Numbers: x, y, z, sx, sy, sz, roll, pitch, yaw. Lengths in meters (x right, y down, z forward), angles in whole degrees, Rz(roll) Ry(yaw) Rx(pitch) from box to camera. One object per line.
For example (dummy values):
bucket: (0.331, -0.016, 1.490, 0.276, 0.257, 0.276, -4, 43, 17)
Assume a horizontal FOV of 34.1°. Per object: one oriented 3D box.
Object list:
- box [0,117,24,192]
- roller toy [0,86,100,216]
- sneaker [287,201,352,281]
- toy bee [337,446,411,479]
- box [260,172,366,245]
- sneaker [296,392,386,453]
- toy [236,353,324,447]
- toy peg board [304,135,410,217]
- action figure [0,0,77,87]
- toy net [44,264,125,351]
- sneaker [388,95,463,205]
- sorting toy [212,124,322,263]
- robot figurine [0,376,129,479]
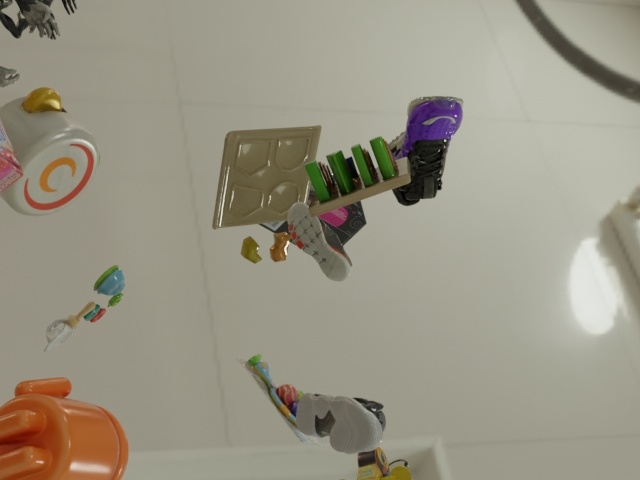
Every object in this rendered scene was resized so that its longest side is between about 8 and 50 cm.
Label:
box: (-0.554, -0.082, 1.424, 0.128, 0.257, 0.122, 58, 9, 33)
roller toy: (-0.508, -0.155, 1.854, 0.146, 0.191, 0.209, 42, -16, 25)
sneaker: (0.000, 0.000, 1.813, 0.157, 0.061, 0.065, 57, 23, -3)
toy bee: (0.119, 0.577, 2.564, 0.298, 0.195, 0.162, -113, 177, -74)
box: (-0.038, -0.088, 2.519, 0.163, 0.247, 0.142, -44, -147, 26)
sneaker: (0.075, 0.344, 1.975, 0.269, 0.153, 0.101, 3, -96, 60)
toy: (-0.071, 0.331, 2.220, 0.237, 0.056, 0.137, 45, 5, 26)
toy peg board: (0.053, -0.115, 1.636, 0.160, 0.161, 0.079, -73, 143, -75)
action figure: (-0.470, -0.325, 1.563, 0.164, 0.276, 0.141, -33, -84, 33)
toy net: (-0.485, 0.146, 2.112, 0.045, 0.232, 0.122, 44, -36, 6)
sneaker: (0.196, -0.151, 1.909, 0.293, 0.102, 0.146, 117, -28, -66)
sorting toy: (-0.118, -0.088, 2.093, 0.041, 0.229, 0.307, 42, -49, 43)
robot figurine: (-0.314, 0.249, 1.247, 0.158, 0.219, 0.128, 33, -91, 26)
